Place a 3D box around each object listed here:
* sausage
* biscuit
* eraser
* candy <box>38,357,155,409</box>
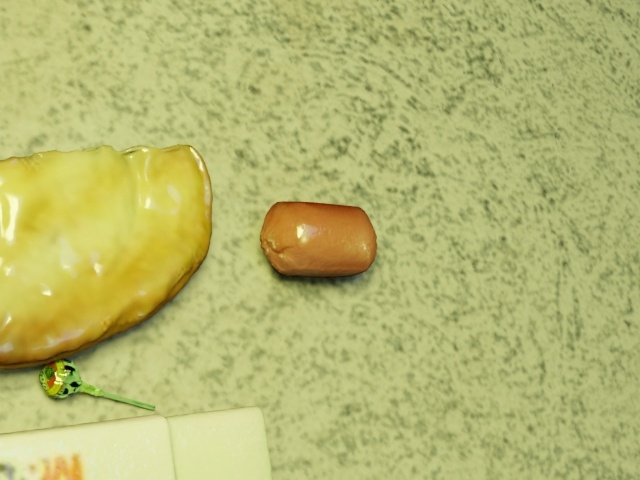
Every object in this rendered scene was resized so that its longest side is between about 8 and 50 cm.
[{"bbox_3d":[0.000,0.001,0.849,0.094,0.059,0.054,4,87,-36],"label":"sausage"},{"bbox_3d":[-0.194,0.005,0.729,0.299,0.045,0.154,-2,70,-34],"label":"biscuit"},{"bbox_3d":[-0.165,0.171,0.658,0.287,0.086,0.130,0,73,-33],"label":"eraser"},{"bbox_3d":[-0.142,0.096,0.747,0.083,0.023,0.025,21,21,-34],"label":"candy"}]
